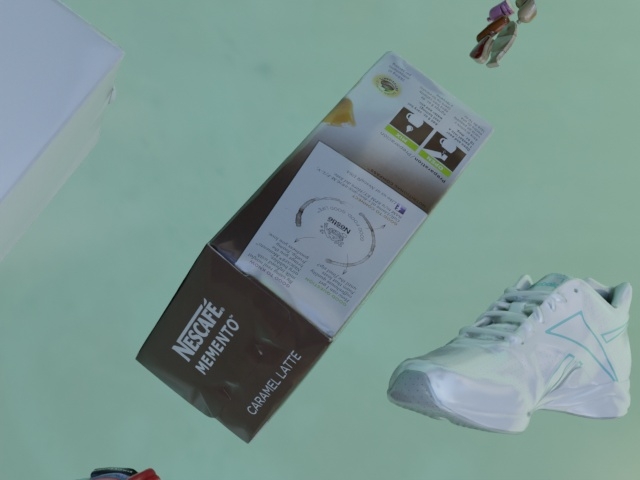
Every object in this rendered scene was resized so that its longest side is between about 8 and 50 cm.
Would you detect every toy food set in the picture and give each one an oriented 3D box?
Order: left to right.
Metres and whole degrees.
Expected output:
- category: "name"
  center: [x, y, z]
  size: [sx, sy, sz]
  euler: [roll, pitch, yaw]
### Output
- category: "toy food set"
  center: [0.204, -0.237, 1.829]
  size: [0.019, 0.078, 0.122]
  euler: [40, 73, -30]

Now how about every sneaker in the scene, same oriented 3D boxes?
- category: "sneaker"
  center: [0.078, 0.042, 0.660]
  size: [0.152, 0.054, 0.061]
  euler: [-2, 103, -53]

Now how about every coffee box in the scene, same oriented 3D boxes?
- category: "coffee box"
  center: [0.000, 0.000, 1.106]
  size: [0.098, 0.246, 0.141]
  euler: [38, 136, 2]

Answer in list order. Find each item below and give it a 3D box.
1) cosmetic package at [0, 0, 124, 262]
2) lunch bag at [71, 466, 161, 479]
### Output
- category: "cosmetic package"
  center: [-0.334, -0.023, 1.328]
  size: [0.156, 0.217, 0.385]
  euler: [35, 67, -2]
- category: "lunch bag"
  center: [-0.206, 0.199, 0.733]
  size: [0.293, 0.258, 0.120]
  euler: [-19, 88, 5]
